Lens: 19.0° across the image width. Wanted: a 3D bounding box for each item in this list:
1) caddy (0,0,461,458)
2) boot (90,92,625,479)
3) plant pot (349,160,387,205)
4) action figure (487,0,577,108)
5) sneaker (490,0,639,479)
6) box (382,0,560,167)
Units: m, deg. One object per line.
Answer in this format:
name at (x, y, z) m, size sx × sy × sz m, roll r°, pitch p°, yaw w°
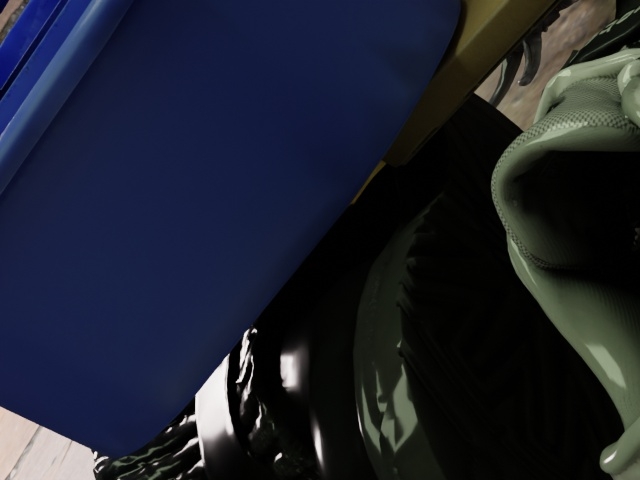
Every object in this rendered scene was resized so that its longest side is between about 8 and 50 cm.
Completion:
caddy at (-0.089, -0.073, 0.847) m, size 0.341 × 0.179 × 0.241 m, roll -51°, pitch 18°, yaw 25°
boot at (0.001, 0.096, 0.821) m, size 0.260 × 0.131 × 0.348 m, roll -43°, pitch 11°, yaw 20°
plant pot at (0.000, 0.000, 1.026) m, size 0.095 × 0.134 × 0.134 m, roll 32°, pitch 89°, yaw 47°
action figure at (0.091, -0.204, 1.050) m, size 0.275 × 0.141 × 0.164 m, roll 71°, pitch 156°, yaw 14°
sneaker at (0.125, -0.038, 0.632) m, size 0.122 × 0.146 × 0.330 m, roll -57°, pitch 25°, yaw 35°
box at (0.092, -0.143, 0.789) m, size 0.201 × 0.021 × 0.164 m, roll -47°, pitch 19°, yaw 39°
